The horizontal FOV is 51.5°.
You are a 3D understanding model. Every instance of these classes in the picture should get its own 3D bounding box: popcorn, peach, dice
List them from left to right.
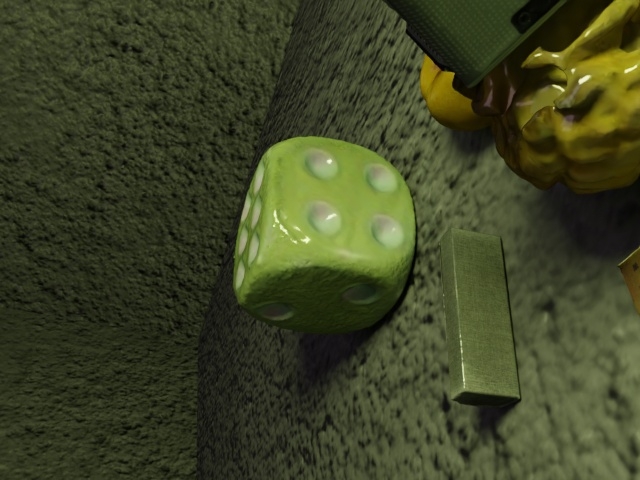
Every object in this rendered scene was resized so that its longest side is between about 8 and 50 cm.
[{"bbox_3d":[0.000,0.000,1.110,0.254,0.250,0.252,122,155,-50],"label":"dice"},{"bbox_3d":[0.200,-0.228,0.878,0.179,0.103,0.179,-164,90,-73],"label":"peach"},{"bbox_3d":[0.227,-0.158,0.587,0.250,0.190,0.250,-164,90,-78],"label":"popcorn"}]

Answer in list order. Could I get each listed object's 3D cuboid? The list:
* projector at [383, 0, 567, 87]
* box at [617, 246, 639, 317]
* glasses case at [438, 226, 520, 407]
[{"bbox_3d":[0.125,-0.265,0.484,0.242,0.177,0.163,-41,37,18],"label":"projector"},{"bbox_3d":[0.289,0.047,0.516,0.090,0.023,0.133,117,158,-45],"label":"box"},{"bbox_3d":[0.180,0.086,0.769,0.047,0.071,0.205,121,155,-57],"label":"glasses case"}]
